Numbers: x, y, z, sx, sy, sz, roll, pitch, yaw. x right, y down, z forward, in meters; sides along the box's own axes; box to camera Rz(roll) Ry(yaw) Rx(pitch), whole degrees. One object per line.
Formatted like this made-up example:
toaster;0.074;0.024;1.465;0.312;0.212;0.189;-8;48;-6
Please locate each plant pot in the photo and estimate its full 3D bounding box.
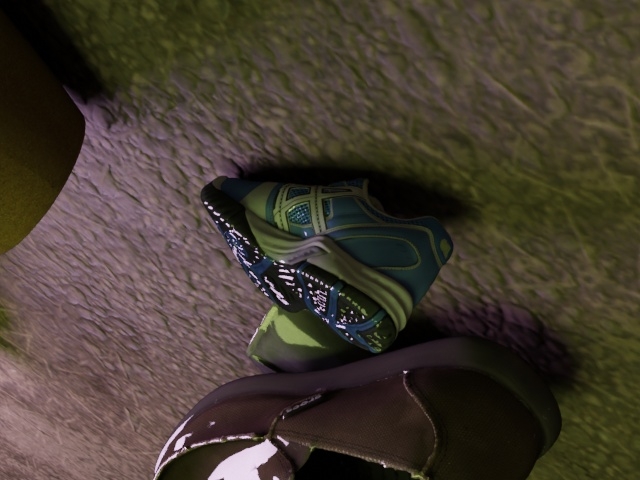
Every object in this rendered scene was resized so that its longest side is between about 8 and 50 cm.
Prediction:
plant pot;-0.288;-0.103;0.819;0.254;0.237;0.237;33;154;-28

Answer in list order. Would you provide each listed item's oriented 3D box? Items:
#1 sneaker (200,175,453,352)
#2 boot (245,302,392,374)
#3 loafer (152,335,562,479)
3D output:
sneaker;0.000;0.000;0.799;0.211;0.081;0.080;29;156;47
boot;0.035;0.136;0.954;0.208;0.076;0.190;25;135;3
loafer;-0.011;0.166;0.870;0.366;0.130;0.134;-28;107;42
